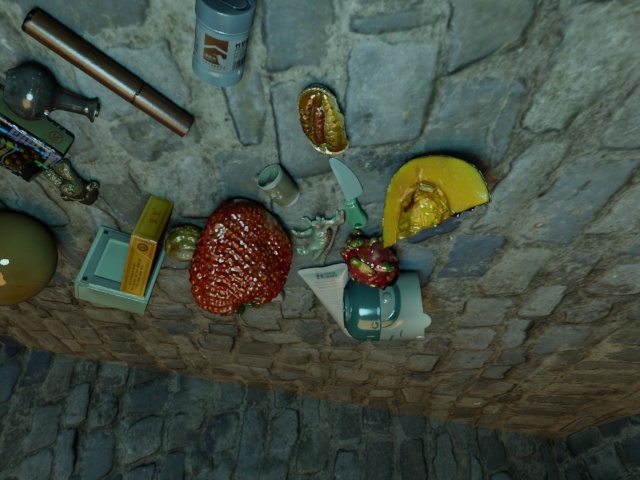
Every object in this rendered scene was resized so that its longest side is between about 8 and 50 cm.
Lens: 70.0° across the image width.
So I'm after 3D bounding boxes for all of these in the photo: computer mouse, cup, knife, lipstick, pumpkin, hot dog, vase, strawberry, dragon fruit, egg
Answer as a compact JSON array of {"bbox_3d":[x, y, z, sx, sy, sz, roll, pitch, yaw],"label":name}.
[{"bbox_3d":[-0.169,0.198,1.731,0.065,0.039,0.096,-3,137,17],"label":"computer mouse"},{"bbox_3d":[0.204,0.226,1.502,0.257,0.219,0.290,-2,158,0],"label":"cup"},{"bbox_3d":[0.081,-0.122,1.202,0.063,0.035,0.260,-6,141,15],"label":"knife"},{"bbox_3d":[-0.434,-0.343,0.965,0.356,0.057,0.057,33,140,-32],"label":"lipstick"},{"bbox_3d":[0.260,-0.118,1.111,0.312,0.148,0.169,-28,91,37],"label":"pumpkin"},{"bbox_3d":[0.006,-0.257,0.992,0.099,0.053,0.192,-4,147,12],"label":"hot dog"},{"bbox_3d":[-0.589,-0.314,1.012,0.182,0.120,0.120,9,151,-34],"label":"vase"},{"bbox_3d":[-0.117,-0.134,1.186,0.102,0.074,0.099,-13,141,30],"label":"cup"},{"bbox_3d":[-0.237,0.036,1.349,0.311,0.267,0.352,-11,123,-27],"label":"strawberry"},{"bbox_3d":[0.143,0.056,1.345,0.171,0.160,0.166,23,167,-21],"label":"dragon fruit"},{"bbox_3d":[-1.037,0.066,1.497,0.301,0.301,0.373,30,141,-29],"label":"egg"}]

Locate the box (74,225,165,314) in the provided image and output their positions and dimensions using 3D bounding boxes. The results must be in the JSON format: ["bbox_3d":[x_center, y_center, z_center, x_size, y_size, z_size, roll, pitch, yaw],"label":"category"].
[{"bbox_3d":[-0.660,0.098,1.528,0.224,0.225,0.117,18,145,-16],"label":"box"}]

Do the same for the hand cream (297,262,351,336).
[{"bbox_3d":[0.073,0.209,1.643,0.185,0.118,0.359,-8,132,27],"label":"hand cream"}]

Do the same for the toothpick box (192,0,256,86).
[{"bbox_3d":[-0.177,-0.369,0.823,0.101,0.101,0.153,15,146,-9],"label":"toothpick box"}]

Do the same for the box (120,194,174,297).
[{"bbox_3d":[-0.525,0.022,1.379,0.076,0.174,0.274,19,133,-16],"label":"box"}]

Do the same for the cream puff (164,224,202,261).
[{"bbox_3d":[-0.422,0.005,1.442,0.126,0.103,0.143,20,148,-39],"label":"cream puff"}]

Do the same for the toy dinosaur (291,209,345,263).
[{"bbox_3d":[0.000,0.000,1.375,0.167,0.053,0.242,-4,137,6],"label":"toy dinosaur"}]

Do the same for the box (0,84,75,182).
[{"bbox_3d":[-0.798,-0.287,1.109,0.198,0.084,0.310,-18,138,34],"label":"box"}]

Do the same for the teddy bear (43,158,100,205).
[{"bbox_3d":[-0.698,-0.150,1.295,0.119,0.078,0.160,-22,144,8],"label":"teddy bear"}]
